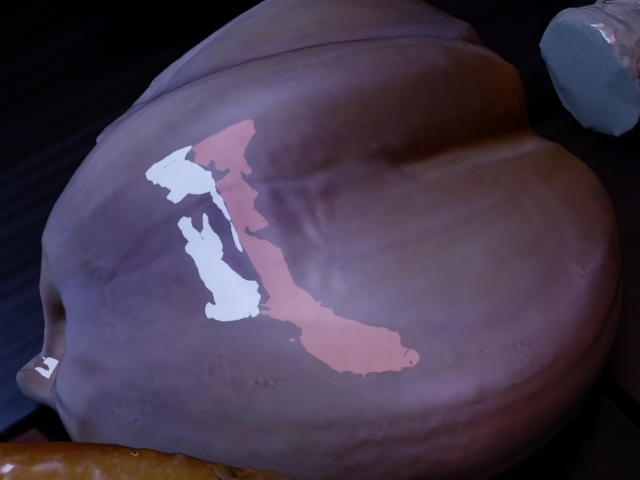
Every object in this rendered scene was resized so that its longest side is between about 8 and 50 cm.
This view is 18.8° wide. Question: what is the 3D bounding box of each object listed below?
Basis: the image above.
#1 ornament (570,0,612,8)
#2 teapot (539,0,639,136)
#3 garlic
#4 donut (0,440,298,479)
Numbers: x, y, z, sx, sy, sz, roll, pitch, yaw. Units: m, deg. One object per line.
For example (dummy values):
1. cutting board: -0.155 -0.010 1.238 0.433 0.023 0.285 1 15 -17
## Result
1. ornament: 0.109 -0.203 0.868 0.088 0.081 0.203 -29 42 20
2. teapot: 0.141 -0.084 0.800 0.083 0.057 0.067 -31 20 -27
3. garlic: 0.000 0.000 0.714 0.228 0.110 0.217 -32 62 -20
4. donut: -0.087 0.172 0.582 0.253 0.118 0.253 0 54 -1
